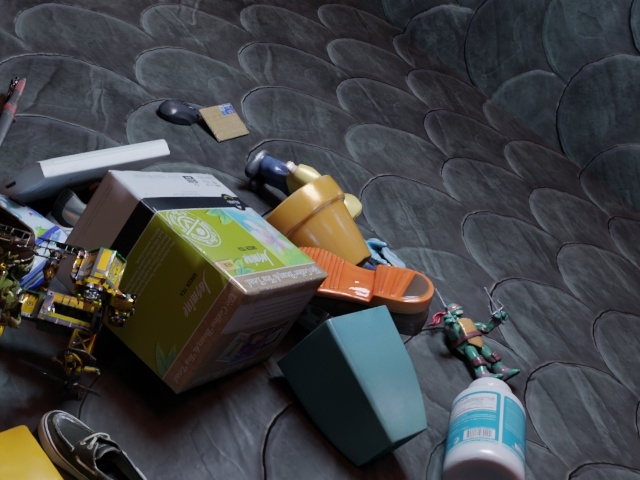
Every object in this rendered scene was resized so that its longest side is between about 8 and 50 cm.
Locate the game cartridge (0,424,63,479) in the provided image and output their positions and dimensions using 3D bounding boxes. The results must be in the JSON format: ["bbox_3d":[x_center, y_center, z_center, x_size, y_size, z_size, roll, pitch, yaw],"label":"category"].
[{"bbox_3d":[-0.445,0.392,1.156,0.324,0.052,0.285,-14,51,-47],"label":"game cartridge"}]

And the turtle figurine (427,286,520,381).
[{"bbox_3d":[0.334,0.204,2.023,0.175,0.118,0.234,-15,66,-32],"label":"turtle figurine"}]

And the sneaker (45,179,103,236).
[{"bbox_3d":[-0.405,-0.070,1.815,0.100,0.108,0.271,41,31,23],"label":"sneaker"}]

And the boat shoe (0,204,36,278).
[{"bbox_3d":[-0.556,-0.050,1.495,0.257,0.095,0.095,35,36,7],"label":"boat shoe"}]

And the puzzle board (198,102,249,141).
[{"bbox_3d":[-0.246,-0.300,2.360,0.096,0.011,0.128,56,34,6],"label":"puzzle board"}]

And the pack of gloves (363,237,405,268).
[{"bbox_3d":[0.141,0.015,2.125,0.195,0.046,0.232,27,12,-33],"label":"pack of gloves"}]

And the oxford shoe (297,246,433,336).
[{"bbox_3d":[0.029,0.111,1.791,0.364,0.132,0.130,13,39,11],"label":"oxford shoe"}]

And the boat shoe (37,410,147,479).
[{"bbox_3d":[-0.321,0.314,1.347,0.219,0.070,0.078,39,32,16],"label":"boat shoe"}]

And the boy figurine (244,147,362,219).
[{"bbox_3d":[-0.033,-0.106,2.134,0.285,0.177,0.092,30,64,23],"label":"boy figurine"}]

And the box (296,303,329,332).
[{"bbox_3d":[-0.121,0.065,1.896,0.324,0.063,0.067,34,30,7],"label":"box"}]

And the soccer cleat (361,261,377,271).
[{"bbox_3d":[0.053,0.055,2.062,0.289,0.093,0.121,38,1,23],"label":"soccer cleat"}]

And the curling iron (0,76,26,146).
[{"bbox_3d":[-0.653,-0.255,1.937,0.035,0.068,0.274,19,37,-21],"label":"curling iron"}]

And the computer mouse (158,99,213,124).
[{"bbox_3d":[-0.305,-0.327,2.349,0.242,0.041,0.071,-7,45,-46],"label":"computer mouse"}]

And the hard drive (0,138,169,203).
[{"bbox_3d":[-0.464,-0.127,1.773,0.307,0.203,0.040,-21,91,-53],"label":"hard drive"}]

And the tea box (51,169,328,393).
[{"bbox_3d":[-0.218,0.057,1.611,0.323,0.220,0.329,41,17,16],"label":"tea box"}]

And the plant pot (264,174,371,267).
[{"bbox_3d":[0.000,0.000,1.932,0.188,0.205,0.205,50,34,9],"label":"plant pot"}]

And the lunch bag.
[{"bbox_3d":[-0.544,0.021,1.583,0.176,0.090,0.219,34,31,2],"label":"lunch bag"}]

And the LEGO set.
[{"bbox_3d":[-0.449,0.114,1.353,0.331,0.255,0.192,21,50,-13],"label":"LEGO set"}]

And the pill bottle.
[{"bbox_3d":[0.308,0.368,1.724,0.146,0.146,0.264,28,30,-2],"label":"pill bottle"}]

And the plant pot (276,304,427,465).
[{"bbox_3d":[0.072,0.268,1.660,0.165,0.166,0.234,-8,63,-46],"label":"plant pot"}]
